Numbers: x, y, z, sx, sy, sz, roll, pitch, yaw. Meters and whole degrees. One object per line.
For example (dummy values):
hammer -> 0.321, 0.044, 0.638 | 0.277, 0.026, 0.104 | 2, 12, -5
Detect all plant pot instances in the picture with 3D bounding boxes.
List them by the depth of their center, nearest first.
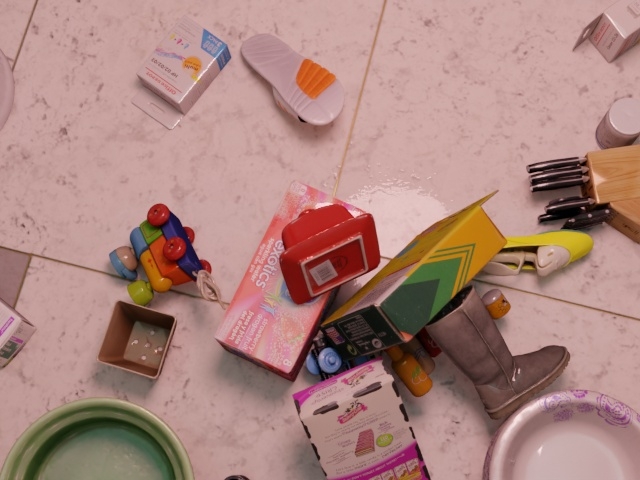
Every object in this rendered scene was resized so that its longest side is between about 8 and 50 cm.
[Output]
plant pot -> -0.303, 0.173, 1.678 | 0.109, 0.096, 0.109 | 16, 78, 6

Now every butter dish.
butter dish -> 0.000, 0.000, 1.544 | 0.159, 0.160, 0.118 | -26, 57, -7

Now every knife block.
knife block -> 0.504, -0.120, 1.726 | 0.242, 0.088, 0.276 | 36, 81, 9

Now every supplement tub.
supplement tub -> 0.529, -0.200, 1.734 | 0.071, 0.107, 0.071 | 0, 76, 1

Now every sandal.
sandal -> -0.046, -0.285, 1.798 | 0.102, 0.076, 0.265 | -34, 57, -15

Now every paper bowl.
paper bowl -> 0.402, 0.386, 1.579 | 0.284, 0.148, 0.284 | -1, 77, 2

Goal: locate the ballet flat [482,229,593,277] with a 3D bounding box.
ballet flat -> 0.355, 0.029, 1.698 | 0.230, 0.077, 0.077 | 0, 42, 6

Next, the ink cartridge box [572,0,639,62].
ink cartridge box -> 0.559, -0.395, 1.776 | 0.198, 0.115, 0.067 | -35, 78, -5

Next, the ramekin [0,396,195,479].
ramekin -> -0.351, 0.408, 1.583 | 0.303, 0.148, 0.304 | 1, 77, -5

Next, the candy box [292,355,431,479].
candy box -> 0.068, 0.318, 1.578 | 0.159, 0.071, 0.233 | -22, 120, -4

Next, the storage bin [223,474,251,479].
storage bin -> -0.108, 0.478, 1.607 | 0.180, 0.084, 0.122 | 36, 81, 10

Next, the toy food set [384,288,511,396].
toy food set -> 0.199, 0.142, 1.646 | 0.232, 0.111, 0.104 | -41, 104, -13

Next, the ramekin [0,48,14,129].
ramekin -> -0.711, -0.289, 1.783 | 0.277, 0.135, 0.277 | -1, 76, 2

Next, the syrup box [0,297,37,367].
syrup box -> -0.618, 0.111, 1.705 | 0.237, 0.093, 0.096 | 37, 80, 9

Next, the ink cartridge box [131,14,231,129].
ink cartridge box -> -0.261, -0.307, 1.809 | 0.104, 0.061, 0.181 | 35, 81, 10

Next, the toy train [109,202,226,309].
toy train -> -0.264, 0.065, 1.669 | 0.143, 0.105, 0.248 | -36, 52, 6

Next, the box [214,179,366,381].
box -> -0.046, 0.070, 1.666 | 0.142, 0.154, 0.300 | 25, 78, 7

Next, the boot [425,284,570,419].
boot -> 0.286, 0.160, 1.588 | 0.189, 0.076, 0.209 | -36, 98, -18

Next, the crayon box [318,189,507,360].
crayon box -> 0.165, 0.057, 1.600 | 0.318, 0.202, 0.081 | -41, 95, -29

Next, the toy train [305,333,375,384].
toy train -> 0.049, 0.236, 1.652 | 0.105, 0.080, 0.184 | -21, 89, -26
